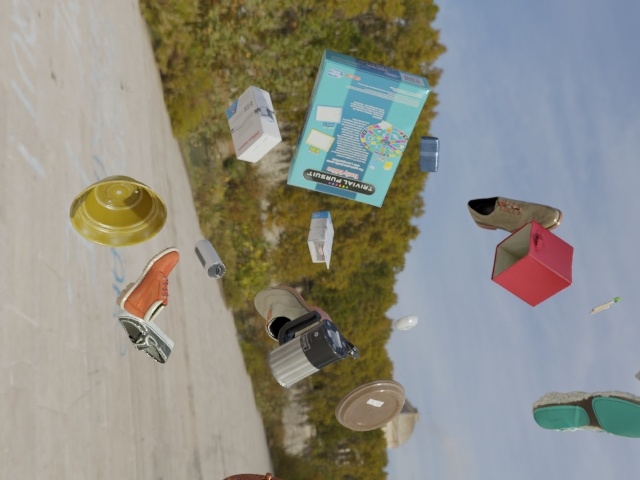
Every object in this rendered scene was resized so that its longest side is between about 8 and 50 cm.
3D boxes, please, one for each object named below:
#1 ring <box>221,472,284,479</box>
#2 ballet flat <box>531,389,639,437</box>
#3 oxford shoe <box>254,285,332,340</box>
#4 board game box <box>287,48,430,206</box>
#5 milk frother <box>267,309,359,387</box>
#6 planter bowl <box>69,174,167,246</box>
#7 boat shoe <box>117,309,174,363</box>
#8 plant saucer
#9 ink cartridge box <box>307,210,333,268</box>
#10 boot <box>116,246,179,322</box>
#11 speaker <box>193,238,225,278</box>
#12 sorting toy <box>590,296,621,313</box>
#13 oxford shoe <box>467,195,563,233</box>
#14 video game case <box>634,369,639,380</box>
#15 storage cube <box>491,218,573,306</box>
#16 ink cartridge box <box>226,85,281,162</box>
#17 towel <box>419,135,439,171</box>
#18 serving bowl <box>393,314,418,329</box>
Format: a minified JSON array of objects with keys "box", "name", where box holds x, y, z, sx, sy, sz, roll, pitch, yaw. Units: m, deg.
[{"box":[-0.121,0.713,1.611,0.336,0.336,0.032,-148,-104,-83],"name":"ring"},{"box":[0.832,0.497,1.789,0.409,0.147,0.147,-14,-100,49],"name":"ballet flat"},{"box":[-0.124,0.239,1.906,0.397,0.146,0.141,16,-71,53],"name":"oxford shoe"},{"box":[0.083,-0.265,1.461,0.079,0.253,0.336,-90,-163,-53],"name":"board game box"},{"box":[-0.008,0.227,1.185,0.143,0.134,0.129,50,20,-26],"name":"milk frother"},{"box":[-0.479,-0.089,1.419,0.217,0.217,0.090,90,-14,-49],"name":"planter bowl"},{"box":[-0.496,0.274,1.686,0.219,0.077,0.070,52,38,-39],"name":"boat shoe"},{"box":[0.192,0.622,2.223,0.041,0.277,0.278,-114,-163,-50],"name":"plant saucer"},{"box":[0.000,0.000,2.002,0.180,0.060,0.104,-81,164,-44],"name":"ink cartridge box"},{"box":[-0.319,0.088,1.180,0.158,0.084,0.059,-53,163,-14],"name":"boot"},{"box":[-0.321,0.053,1.724,0.136,0.055,0.055,49,-31,48],"name":"speaker"},{"box":[0.799,0.181,1.671,0.062,0.083,0.012,51,16,-66],"name":"sorting toy"},{"box":[0.694,-0.096,2.168,0.130,0.348,0.123,36,66,-42],"name":"oxford shoe"},{"box":[0.967,0.394,1.643,0.157,0.019,0.143,45,-29,29],"name":"video game case"},{"box":[0.738,0.081,2.076,0.215,0.193,0.184,-49,-168,47],"name":"storage cube"},{"box":[-0.214,-0.365,1.886,0.139,0.082,0.191,-33,-117,36],"name":"ink cartridge box"},{"box":[0.364,-0.287,1.988,0.029,0.067,0.119,-46,139,-53],"name":"towel"},{"box":[0.279,0.270,1.925,0.083,0.083,0.027,94,-19,-63],"name":"serving bowl"}]
